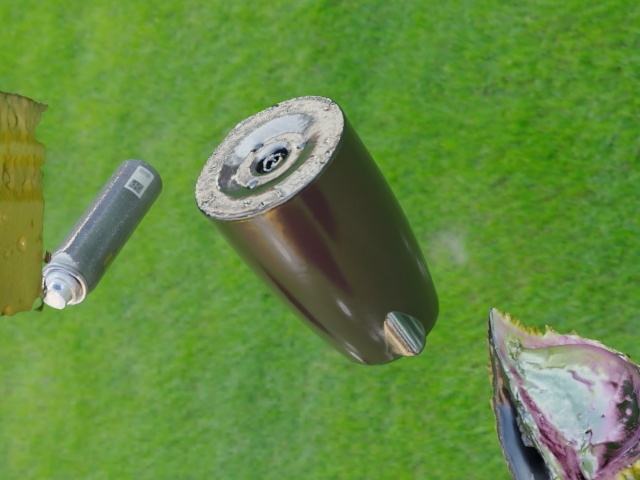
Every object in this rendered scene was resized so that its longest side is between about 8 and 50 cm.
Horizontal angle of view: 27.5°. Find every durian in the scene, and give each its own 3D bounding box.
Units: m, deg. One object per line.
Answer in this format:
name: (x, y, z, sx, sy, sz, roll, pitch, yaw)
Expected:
durian: (0.191, 0.139, 0.922, 0.119, 0.108, 0.186, 83, 170, -48)

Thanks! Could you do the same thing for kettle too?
kettle: (0.000, 0.000, 1.154, 0.144, 0.232, 0.202, -40, 34, -8)

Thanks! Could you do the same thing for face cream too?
face cream: (-0.300, -0.007, 1.774, 0.073, 0.073, 0.283, -34, 19, 37)

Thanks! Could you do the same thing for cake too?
cake: (-0.394, -0.003, 1.255, 0.222, 0.227, 0.286, 1, 90, 10)
